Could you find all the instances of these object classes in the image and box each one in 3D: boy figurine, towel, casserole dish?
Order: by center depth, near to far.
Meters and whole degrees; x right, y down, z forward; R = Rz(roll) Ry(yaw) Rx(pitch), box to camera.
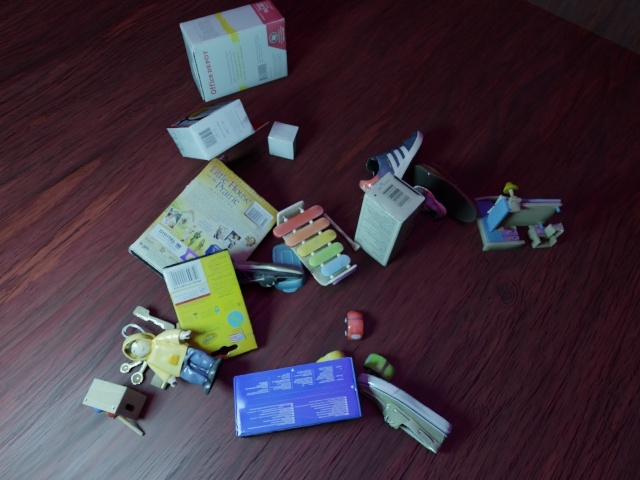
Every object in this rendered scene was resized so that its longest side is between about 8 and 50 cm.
[{"bbox_3d":[-0.423,0.327,1.307,0.285,0.092,0.177,25,102,-1],"label":"boy figurine"},{"bbox_3d":[-0.111,0.083,1.551,0.114,0.037,0.189,-6,63,-5],"label":"casserole dish"},{"bbox_3d":[-0.417,-0.226,1.651,0.029,0.144,0.197,48,67,-9],"label":"towel"}]

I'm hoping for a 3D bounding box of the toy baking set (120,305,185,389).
[{"bbox_3d":[-0.506,0.320,1.386,0.196,0.030,0.256,-3,70,-2],"label":"toy baking set"}]

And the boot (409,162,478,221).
[{"bbox_3d":[0.474,-0.191,1.682,0.115,0.112,0.305,-24,58,-33],"label":"boot"}]

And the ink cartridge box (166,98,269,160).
[{"bbox_3d":[-0.377,-0.419,1.667,0.271,0.130,0.309,-37,28,-21],"label":"ink cartridge box"}]

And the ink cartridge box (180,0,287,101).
[{"bbox_3d":[-0.343,-0.772,1.866,0.384,0.279,0.160,-23,64,-15],"label":"ink cartridge box"}]

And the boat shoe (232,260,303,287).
[{"bbox_3d":[-0.171,0.112,1.482,0.233,0.084,0.079,3,98,-6],"label":"boat shoe"}]

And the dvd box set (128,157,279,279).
[{"bbox_3d":[-0.366,-0.029,1.513,0.307,0.062,0.420,41,64,-13],"label":"dvd box set"}]

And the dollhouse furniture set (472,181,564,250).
[{"bbox_3d":[0.691,-0.124,1.548,0.286,0.303,0.198,-3,62,-4],"label":"dollhouse furniture set"}]

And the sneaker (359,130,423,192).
[{"bbox_3d":[0.264,-0.302,1.722,0.148,0.131,0.350,29,64,8],"label":"sneaker"}]

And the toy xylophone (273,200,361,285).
[{"bbox_3d":[0.000,0.000,1.549,0.322,0.081,0.236,43,59,13],"label":"toy xylophone"}]

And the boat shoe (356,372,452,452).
[{"bbox_3d":[0.229,0.489,1.306,0.302,0.109,0.094,29,66,10],"label":"boat shoe"}]

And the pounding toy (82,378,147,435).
[{"bbox_3d":[-0.563,0.467,1.279,0.130,0.141,0.100,8,60,18],"label":"pounding toy"}]

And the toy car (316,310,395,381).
[{"bbox_3d":[0.131,0.351,1.405,0.225,0.053,0.239,30,65,13],"label":"toy car"}]

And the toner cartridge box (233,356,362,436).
[{"bbox_3d":[-0.065,0.446,1.300,0.347,0.075,0.165,-10,63,4],"label":"toner cartridge box"}]

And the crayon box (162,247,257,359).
[{"bbox_3d":[-0.333,0.204,1.393,0.202,0.081,0.319,-16,96,-12],"label":"crayon box"}]

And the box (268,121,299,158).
[{"bbox_3d":[-0.141,-0.386,1.766,0.101,0.101,0.087,15,62,6],"label":"box"}]

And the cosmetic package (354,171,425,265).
[{"bbox_3d":[0.218,-0.063,1.497,0.153,0.296,0.129,40,66,16],"label":"cosmetic package"}]

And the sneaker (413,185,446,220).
[{"bbox_3d":[0.388,-0.136,1.681,0.065,0.061,0.158,-39,69,-14],"label":"sneaker"}]
